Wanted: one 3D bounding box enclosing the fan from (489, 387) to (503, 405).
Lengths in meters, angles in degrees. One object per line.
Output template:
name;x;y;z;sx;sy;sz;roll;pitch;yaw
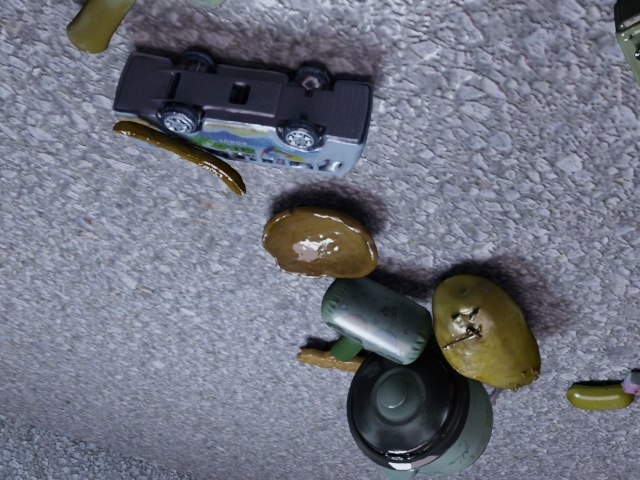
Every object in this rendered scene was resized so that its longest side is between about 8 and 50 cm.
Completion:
fan;0.416;0.309;1.576;0.057;0.023;0.282;1;146;0

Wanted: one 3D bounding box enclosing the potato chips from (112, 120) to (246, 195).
potato chips;-0.180;-0.113;0.939;0.026;0.037;0.204;-17;148;41

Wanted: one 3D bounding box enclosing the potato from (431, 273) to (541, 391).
potato;0.305;0.177;1.303;0.172;0.140;0.300;-9;138;32

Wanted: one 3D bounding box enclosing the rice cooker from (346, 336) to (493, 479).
rice cooker;0.205;0.350;1.463;0.264;0.317;0.317;15;154;37

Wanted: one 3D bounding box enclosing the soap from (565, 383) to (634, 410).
soap;0.609;0.342;1.547;0.140;0.045;0.089;-6;147;25

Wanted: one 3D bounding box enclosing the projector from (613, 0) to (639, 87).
projector;0.462;-0.215;0.722;0.269;0.088;0.193;-17;135;35

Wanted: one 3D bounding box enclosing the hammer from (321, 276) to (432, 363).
hammer;0.081;0.181;1.399;0.206;0.119;0.335;29;155;1

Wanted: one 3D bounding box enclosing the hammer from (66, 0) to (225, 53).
hammer;-0.215;-0.294;0.795;0.201;0.113;0.305;31;147;-22

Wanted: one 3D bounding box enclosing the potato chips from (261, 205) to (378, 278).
potato chips;0.001;-0.001;1.198;0.195;0.062;0.208;23;147;-7

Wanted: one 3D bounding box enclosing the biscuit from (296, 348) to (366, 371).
biscuit;0.036;0.277;1.613;0.184;0.027;0.133;16;157;-20

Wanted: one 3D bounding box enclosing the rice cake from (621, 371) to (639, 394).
rice cake;0.769;0.324;1.471;0.290;0.051;0.081;11;161;0

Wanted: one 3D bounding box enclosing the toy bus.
toy bus;-0.098;-0.164;0.950;0.329;0.109;0.136;9;156;4
